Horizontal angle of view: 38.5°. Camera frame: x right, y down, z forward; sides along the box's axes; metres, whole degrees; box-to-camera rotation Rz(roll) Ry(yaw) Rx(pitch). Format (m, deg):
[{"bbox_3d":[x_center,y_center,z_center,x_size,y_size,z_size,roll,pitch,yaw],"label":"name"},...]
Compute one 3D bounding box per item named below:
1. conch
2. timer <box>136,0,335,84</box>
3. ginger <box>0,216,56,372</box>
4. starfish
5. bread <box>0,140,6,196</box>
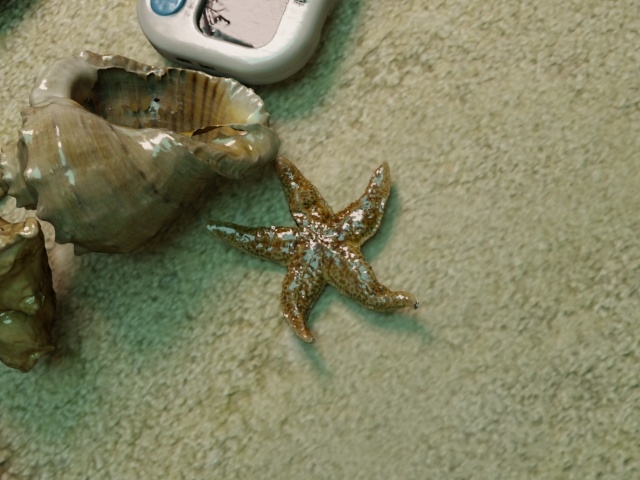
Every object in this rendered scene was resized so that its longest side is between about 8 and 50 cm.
[{"bbox_3d":[-0.222,-0.105,1.083,0.324,0.186,0.263,1,61,-20],"label":"conch"},{"bbox_3d":[-0.094,-0.325,1.155,0.237,0.087,0.262,19,79,13],"label":"timer"},{"bbox_3d":[-0.365,0.044,1.036,0.123,0.270,0.219,-28,92,-23],"label":"ginger"},{"bbox_3d":[0.000,0.000,1.077,0.277,0.062,0.236,20,81,18],"label":"starfish"},{"bbox_3d":[-0.555,-0.072,1.200,0.316,0.054,0.316,-2,76,8],"label":"bread"}]
